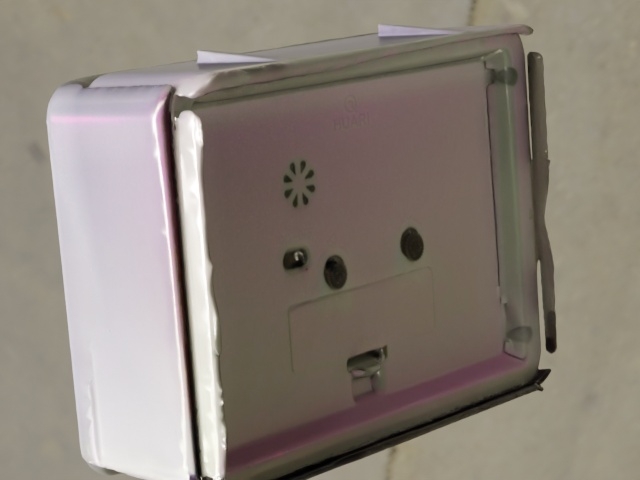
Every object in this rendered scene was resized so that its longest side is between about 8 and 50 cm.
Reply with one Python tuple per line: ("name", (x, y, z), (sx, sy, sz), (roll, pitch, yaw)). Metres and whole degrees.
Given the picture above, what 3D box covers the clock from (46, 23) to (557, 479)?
("clock", (0.000, -0.001, 0.713), (0.073, 0.193, 0.145), (4, 102, 41))
